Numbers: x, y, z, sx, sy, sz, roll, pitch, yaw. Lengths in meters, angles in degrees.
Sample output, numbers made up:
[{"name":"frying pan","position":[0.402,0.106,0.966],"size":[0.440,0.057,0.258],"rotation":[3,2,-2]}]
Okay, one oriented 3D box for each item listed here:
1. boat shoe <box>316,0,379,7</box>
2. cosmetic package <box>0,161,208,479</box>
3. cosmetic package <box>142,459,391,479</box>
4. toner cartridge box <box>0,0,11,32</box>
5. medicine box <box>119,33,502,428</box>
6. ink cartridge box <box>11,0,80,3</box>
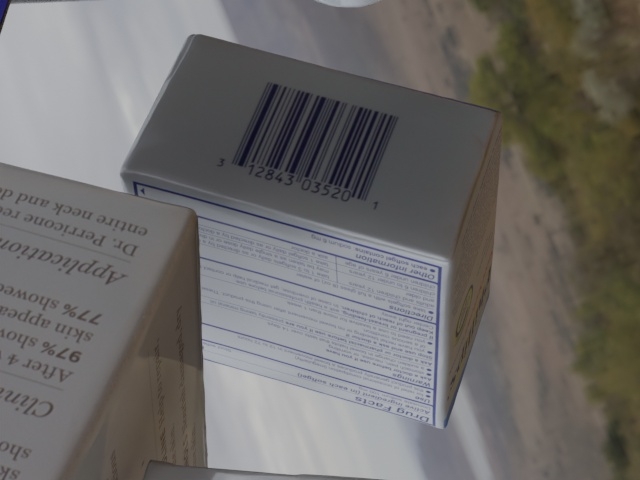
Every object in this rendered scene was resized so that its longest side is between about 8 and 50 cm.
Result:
[{"name":"boat shoe","position":[0.059,-0.296,1.140],"size":[0.113,0.306,0.105],"rotation":[18,152,26]},{"name":"cosmetic package","position":[-0.294,0.180,1.139],"size":[0.327,0.329,0.393],"rotation":[93,-164,-47]},{"name":"cosmetic package","position":[-0.009,0.323,0.967],"size":[0.097,0.284,0.377],"rotation":[59,-141,-54]},{"name":"toner cartridge box","position":[-0.272,-0.194,0.717],"size":[0.348,0.165,0.075],"rotation":[27,-168,22]},{"name":"medicine box","position":[0.000,0.000,1.383],"size":[0.289,0.264,0.149],"rotation":[85,-157,-58]},{"name":"ink cartridge box","position":[-0.315,-0.320,1.346],"size":[0.307,0.223,0.129],"rotation":[46,130,33]}]
